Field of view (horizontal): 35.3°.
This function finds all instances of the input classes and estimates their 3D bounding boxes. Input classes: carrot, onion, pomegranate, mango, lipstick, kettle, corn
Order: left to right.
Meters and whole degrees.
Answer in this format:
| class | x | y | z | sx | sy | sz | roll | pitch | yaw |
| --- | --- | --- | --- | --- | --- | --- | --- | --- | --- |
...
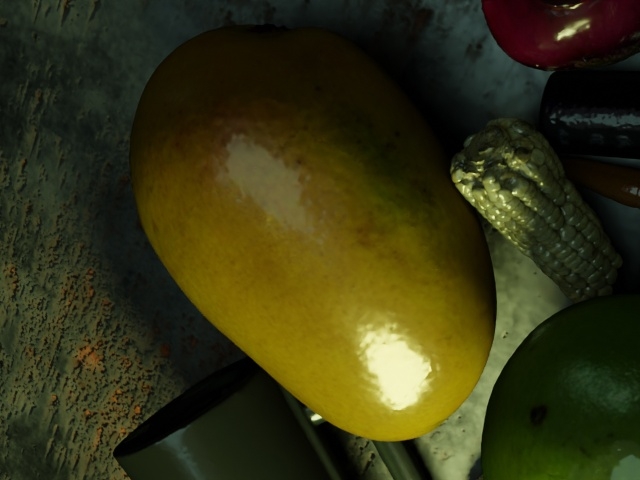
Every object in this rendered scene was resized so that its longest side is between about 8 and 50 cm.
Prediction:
| class | x | y | z | sx | sy | sz | roll | pitch | yaw |
| --- | --- | --- | --- | --- | --- | --- | --- | --- | --- |
| kettle | -0.039 | 0.288 | 1.131 | 0.308 | 0.262 | 0.203 | 58 | 158 | -5 |
| mango | 0.000 | 0.000 | 0.962 | 0.300 | 0.232 | 0.445 | -25 | 101 | 29 |
| corn | 0.201 | -0.026 | 0.900 | 0.087 | 0.087 | 0.211 | -27 | 129 | 32 |
| onion | 0.203 | -0.235 | 0.822 | 0.173 | 0.135 | 0.198 | -23 | 92 | 26 |
| carrot | 0.253 | -0.056 | 0.920 | 0.142 | 0.035 | 0.035 | 18 | 115 | 30 |
| pomegranate | 0.265 | 0.131 | 0.851 | 0.216 | 0.310 | 0.358 | 20 | 83 | 24 |
| lipstick | 0.332 | -0.101 | 0.833 | 0.300 | 0.081 | 0.081 | 5 | 110 | 27 |

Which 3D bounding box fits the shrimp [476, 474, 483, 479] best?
| class | x | y | z | sx | sy | sz | roll | pitch | yaw |
| --- | --- | --- | --- | --- | --- | --- | --- | --- | --- |
| shrimp | 0.221 | 0.265 | 1.044 | 0.099 | 0.041 | 0.180 | 44 | 121 | 6 |
